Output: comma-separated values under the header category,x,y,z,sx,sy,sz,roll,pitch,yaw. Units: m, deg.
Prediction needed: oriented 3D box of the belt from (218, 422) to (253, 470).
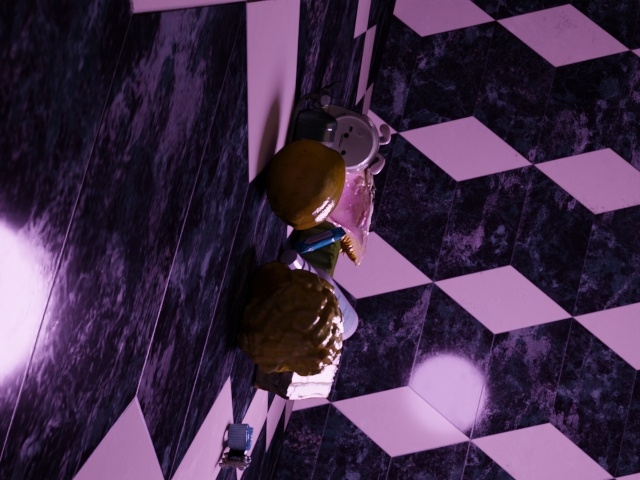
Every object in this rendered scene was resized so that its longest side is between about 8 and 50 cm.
category,x,y,z,sx,sy,sz,roll,pitch,yaw
belt,-0.182,0.464,1.791,0.179,0.065,0.100,81,14,-77

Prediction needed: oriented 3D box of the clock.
category,x,y,z,sx,sy,sz,roll,pitch,yaw
clock,0.067,-0.236,1.882,0.062,0.190,0.152,-44,147,-82

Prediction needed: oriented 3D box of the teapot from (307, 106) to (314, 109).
category,x,y,z,sx,sy,sz,roll,pitch,yaw
teapot,-0.020,-0.251,1.755,0.049,0.063,0.083,-38,-154,40

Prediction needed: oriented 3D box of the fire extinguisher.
category,x,y,z,sx,sy,sz,roll,pitch,yaw
fire extinguisher,-0.021,-0.185,1.600,0.093,0.118,0.295,36,-62,57

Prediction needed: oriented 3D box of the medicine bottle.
category,x,y,z,sx,sy,sz,roll,pitch,yaw
medicine bottle,-0.011,0.134,2.009,0.352,0.110,0.110,55,44,-49

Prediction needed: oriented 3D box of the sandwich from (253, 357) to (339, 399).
category,x,y,z,sx,sy,sz,roll,pitch,yaw
sandwich,-0.100,0.305,2.059,0.198,0.227,0.155,10,97,-50

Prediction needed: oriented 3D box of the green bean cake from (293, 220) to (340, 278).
category,x,y,z,sx,sy,sz,roll,pitch,yaw
green bean cake,-0.020,0.072,2.204,0.248,0.124,0.222,101,3,-53

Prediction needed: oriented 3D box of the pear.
category,x,y,z,sx,sy,sz,roll,pitch,yaw
pear,-0.031,-0.103,1.436,0.149,0.148,0.162,85,29,-76

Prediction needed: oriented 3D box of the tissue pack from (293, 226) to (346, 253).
category,x,y,z,sx,sy,sz,roll,pitch,yaw
tissue pack,0.000,0.000,2.071,0.085,0.138,0.028,-120,-173,-71

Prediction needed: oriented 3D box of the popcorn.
category,x,y,z,sx,sy,sz,roll,pitch,yaw
popcorn,-0.058,0.152,1.571,0.252,0.205,0.237,-90,174,-56

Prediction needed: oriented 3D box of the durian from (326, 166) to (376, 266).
category,x,y,z,sx,sy,sz,roll,pitch,yaw
durian,0.045,-0.084,2.336,0.195,0.185,0.305,-164,-111,-66
